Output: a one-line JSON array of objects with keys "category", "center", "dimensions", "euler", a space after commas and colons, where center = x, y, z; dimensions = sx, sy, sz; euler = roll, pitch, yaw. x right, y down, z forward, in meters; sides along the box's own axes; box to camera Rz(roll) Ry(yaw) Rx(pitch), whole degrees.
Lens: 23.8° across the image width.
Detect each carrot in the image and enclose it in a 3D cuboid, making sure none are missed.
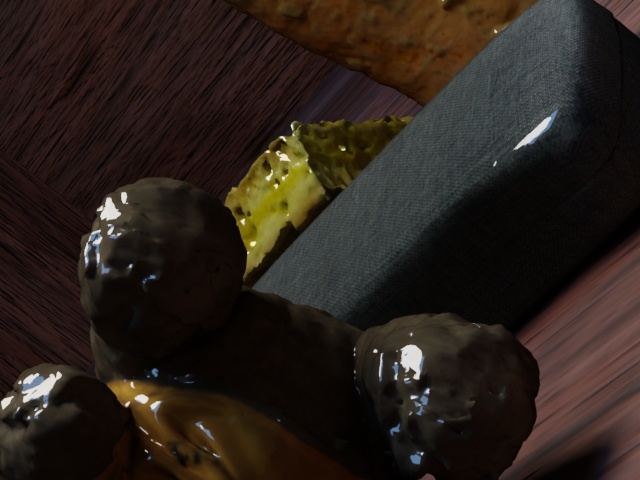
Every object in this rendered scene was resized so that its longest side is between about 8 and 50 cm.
[{"category": "carrot", "center": [0.024, -0.255, 1.235], "dimensions": [0.224, 0.340, 0.224], "euler": [-53, 9, 13]}]

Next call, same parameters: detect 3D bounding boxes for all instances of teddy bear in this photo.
[{"category": "teddy bear", "center": [-0.030, 0.098, 0.514], "dimensions": [0.140, 0.177, 0.190], "euler": [119, 171, -56]}]

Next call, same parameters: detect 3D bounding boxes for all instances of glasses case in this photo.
[{"category": "glasses case", "center": [0.041, 0.017, 0.757], "dimensions": [0.323, 0.074, 0.131], "euler": [-45, 18, 35]}]

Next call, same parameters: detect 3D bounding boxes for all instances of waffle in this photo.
[{"category": "waffle", "center": [0.000, 0.000, 0.936], "dimensions": [0.160, 0.055, 0.211], "euler": [-9, -26, -39]}]
